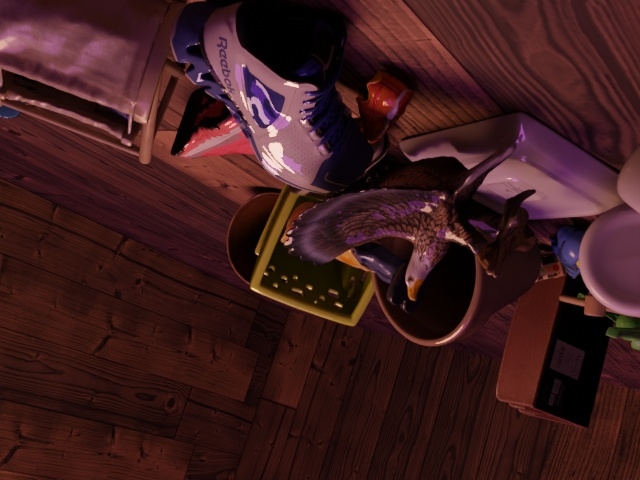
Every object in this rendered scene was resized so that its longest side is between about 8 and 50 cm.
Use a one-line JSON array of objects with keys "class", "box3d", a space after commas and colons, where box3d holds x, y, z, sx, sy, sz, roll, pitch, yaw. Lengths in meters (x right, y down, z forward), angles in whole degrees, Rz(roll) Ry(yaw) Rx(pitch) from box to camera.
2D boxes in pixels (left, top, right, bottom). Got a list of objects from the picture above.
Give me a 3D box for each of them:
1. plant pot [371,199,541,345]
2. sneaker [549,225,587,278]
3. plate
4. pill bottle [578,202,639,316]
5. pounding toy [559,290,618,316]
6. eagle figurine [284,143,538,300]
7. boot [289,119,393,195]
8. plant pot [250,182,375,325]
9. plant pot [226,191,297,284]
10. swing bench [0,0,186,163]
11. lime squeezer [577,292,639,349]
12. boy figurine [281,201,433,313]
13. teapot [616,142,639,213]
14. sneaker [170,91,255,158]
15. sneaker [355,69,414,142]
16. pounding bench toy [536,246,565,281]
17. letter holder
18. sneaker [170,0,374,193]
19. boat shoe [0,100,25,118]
[{"class": "plant pot", "box3d": [0.252, 0.034, 1.364, 0.229, 0.263, 0.263, -7, -174, -38]}, {"class": "sneaker", "box3d": [0.448, 0.014, 1.398, 0.082, 0.069, 0.209, 45, -175, 18]}, {"class": "plate", "box3d": [0.291, -0.091, 1.171, 0.277, 0.045, 0.278, 24, 167, -27]}, {"class": "pill bottle", "box3d": [0.462, 0.033, 1.140, 0.153, 0.153, 0.264, 13, -179, 23]}, {"class": "pounding toy", "box3d": [0.505, 0.074, 1.355, 0.181, 0.094, 0.206, 10, -171, 35]}, {"class": "eagle figurine", "box3d": [0.126, -0.030, 1.085, 0.298, 0.225, 0.226, 20, 161, 25]}, {"class": "boot", "box3d": [0.078, -0.120, 1.296, 0.178, 0.085, 0.236, 10, 160, -33]}, {"class": "plant pot", "box3d": [0.000, 0.000, 1.537, 0.227, 0.228, 0.207, 21, -165, -14]}, {"class": "plant pot", "box3d": [-0.068, 0.009, 1.851, 0.215, 0.216, 0.230, 12, -179, 26]}, {"class": "swing bench", "box3d": [-0.331, -0.252, 1.086, 0.253, 0.165, 0.255, 20, 168, -5]}, {"class": "lime squeezer", "box3d": [0.521, 0.149, 1.374, 0.109, 0.059, 0.310, 5, -172, 9]}, {"class": "boy figurine", "box3d": [0.043, 0.012, 1.303, 0.285, 0.092, 0.177, 28, 177, 33]}, {"class": "teapot", "box3d": [0.435, -0.061, 0.777, 0.252, 0.187, 0.256, 38, -162, 13]}, {"class": "sneaker", "box3d": [-0.142, -0.173, 1.281, 0.136, 0.116, 0.313, 23, 167, -27]}, {"class": "sneaker", "box3d": [0.079, -0.184, 1.071, 0.067, 0.064, 0.175, 40, 164, 3]}, {"class": "pounding bench toy", "box3d": [0.431, 0.035, 1.530, 0.065, 0.083, 0.052, -13, 173, -6]}, {"class": "letter holder", "box3d": [0.461, 0.207, 1.640, 0.152, 0.302, 0.214, 23, 168, -23]}, {"class": "sneaker", "box3d": [-0.025, -0.178, 0.973, 0.182, 0.128, 0.315, 1, 146, 50]}, {"class": "boat shoe", "box3d": [-0.673, -0.324, 1.490, 0.258, 0.109, 0.089, 39, 170, -14]}]
